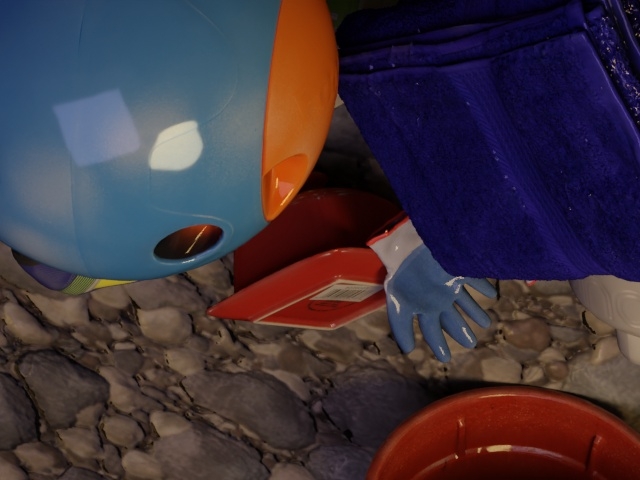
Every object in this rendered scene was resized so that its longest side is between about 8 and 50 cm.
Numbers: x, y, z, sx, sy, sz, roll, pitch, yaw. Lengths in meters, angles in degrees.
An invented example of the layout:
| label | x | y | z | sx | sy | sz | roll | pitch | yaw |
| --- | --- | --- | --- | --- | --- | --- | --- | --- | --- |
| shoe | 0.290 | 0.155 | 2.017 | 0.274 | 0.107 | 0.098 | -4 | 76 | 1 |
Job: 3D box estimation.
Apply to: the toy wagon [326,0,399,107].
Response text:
| label | x | y | z | sx | sy | sz | roll | pitch | yaw |
| --- | --- | --- | --- | --- | --- | --- | --- | --- | --- |
| toy wagon | -0.035 | -0.244 | 1.321 | 0.267 | 0.068 | 0.344 | 14 | 127 | 3 |

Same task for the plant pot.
| label | x | y | z | sx | sy | sz | roll | pitch | yaw |
| --- | --- | --- | --- | --- | --- | --- | --- | --- | --- |
| plant pot | 0.169 | 0.317 | 1.583 | 0.272 | 0.272 | 0.265 | 8 | 136 | 8 |

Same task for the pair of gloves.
| label | x | y | z | sx | sy | sz | roll | pitch | yaw |
| --- | --- | --- | --- | --- | --- | --- | --- | --- | --- |
| pair of gloves | 0.127 | 0.002 | 1.424 | 0.198 | 0.023 | 0.159 | -39 | 131 | -10 |

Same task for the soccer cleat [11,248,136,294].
| label | x | y | z | sx | sy | sz | roll | pitch | yaw |
| --- | --- | --- | --- | --- | --- | --- | --- | --- | --- |
| soccer cleat | -0.126 | -0.029 | 1.505 | 0.289 | 0.093 | 0.121 | -20 | 142 | 23 |

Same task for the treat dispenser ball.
| label | x | y | z | sx | sy | sz | roll | pitch | yaw |
| --- | --- | --- | --- | --- | --- | --- | --- | --- | --- |
| treat dispenser ball | -0.132 | -0.116 | 1.212 | 0.288 | 0.288 | 0.288 | 7 | 127 | 9 |

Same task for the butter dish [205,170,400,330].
| label | x | y | z | sx | sy | sz | roll | pitch | yaw |
| --- | --- | --- | --- | --- | --- | --- | --- | --- | --- |
| butter dish | 0.000 | 0.000 | 1.471 | 0.160 | 0.118 | 0.160 | -26 | 157 | 37 |

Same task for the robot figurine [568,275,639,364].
| label | x | y | z | sx | sy | sz | roll | pitch | yaw |
| --- | --- | --- | --- | --- | --- | --- | --- | --- | --- |
| robot figurine | 0.265 | -0.068 | 1.293 | 0.300 | 0.200 | 0.353 | 5 | 128 | 27 |

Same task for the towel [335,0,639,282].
| label | x | y | z | sx | sy | sz | roll | pitch | yaw |
| --- | --- | --- | --- | --- | --- | --- | --- | --- | --- |
| towel | 0.133 | -0.066 | 1.204 | 0.308 | 0.076 | 0.228 | -1 | 119 | 59 |
